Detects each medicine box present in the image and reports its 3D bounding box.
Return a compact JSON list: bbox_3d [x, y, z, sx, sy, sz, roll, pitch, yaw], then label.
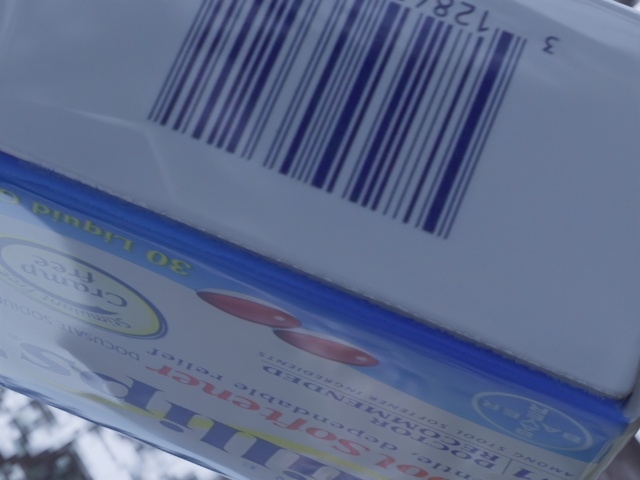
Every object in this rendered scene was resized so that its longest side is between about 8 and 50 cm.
[{"bbox_3d":[0.000,0.000,0.775,0.289,0.263,0.149,100,-167,-68],"label":"medicine box"}]
